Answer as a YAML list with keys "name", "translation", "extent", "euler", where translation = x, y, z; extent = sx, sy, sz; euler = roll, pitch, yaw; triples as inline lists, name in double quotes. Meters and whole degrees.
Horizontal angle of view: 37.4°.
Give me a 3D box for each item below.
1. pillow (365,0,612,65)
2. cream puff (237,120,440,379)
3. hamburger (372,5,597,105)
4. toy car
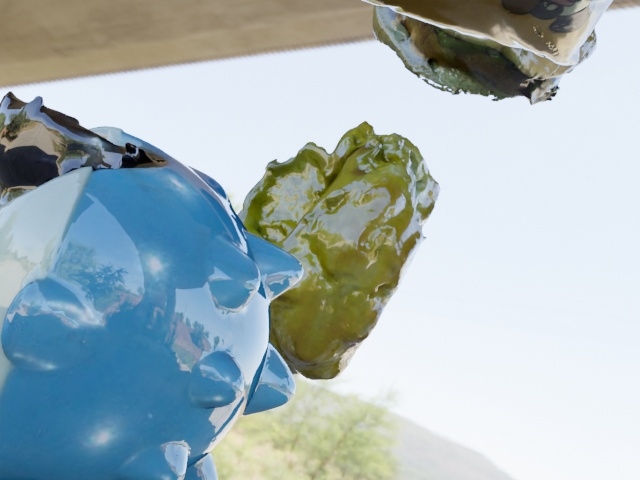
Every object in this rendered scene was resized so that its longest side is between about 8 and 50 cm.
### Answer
- name: "pillow"
  translation: [0.138, -0.276, 0.723]
  extent: [0.312, 0.119, 0.310]
  euler: [15, -35, -14]
- name: "cream puff"
  translation: [0.001, -0.002, 0.965]
  extent: [0.185, 0.282, 0.282]
  euler: [29, -12, 5]
- name: "hamburger"
  translation: [0.225, -0.296, 1.266]
  extent: [0.284, 0.134, 0.265]
  euler: [-11, 53, -36]
- name: "toy car"
  translation: [-0.106, 0.044, 0.502]
  extent: [0.190, 0.189, 0.255]
  euler: [23, -6, -11]
